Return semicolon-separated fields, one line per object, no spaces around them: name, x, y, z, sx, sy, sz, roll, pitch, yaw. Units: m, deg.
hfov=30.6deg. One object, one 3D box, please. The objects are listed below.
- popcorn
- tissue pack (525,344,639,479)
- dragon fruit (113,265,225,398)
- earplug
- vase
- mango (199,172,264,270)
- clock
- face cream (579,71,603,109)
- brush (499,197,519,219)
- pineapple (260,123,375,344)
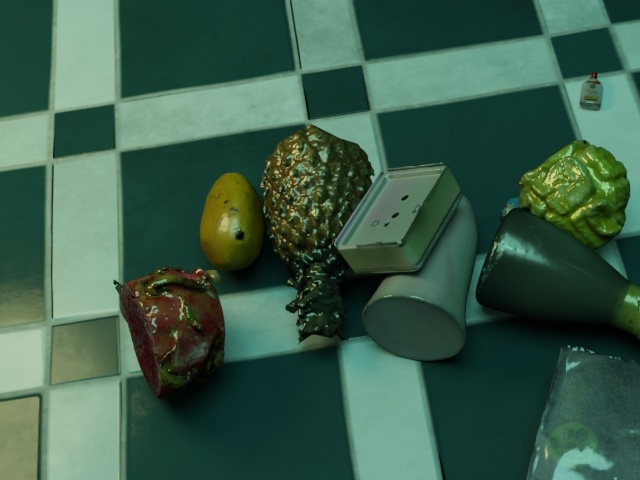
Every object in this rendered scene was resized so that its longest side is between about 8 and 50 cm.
popcorn;0.438;-0.077;2.006;0.185;0.187;0.167;-42;99;-33
tissue pack;0.516;0.337;1.731;0.394;0.124;0.288;14;59;16
dragon fruit;-0.236;0.132;1.924;0.147;0.211;0.282;-15;36;-18
earplug;0.189;0.035;1.974;0.172;0.172;0.301;10;50;13
vase;0.428;0.082;1.908;0.321;0.173;0.173;23;61;14
mango;-0.158;-0.035;2.069;0.109;0.147;0.227;5;32;-12
clock;0.129;-0.037;1.919;0.147;0.071;0.192;-4;40;41
face cream;0.516;-0.285;2.226;0.040;0.021;0.083;7;56;11
brush;0.382;-0.089;2.111;0.051;0.014;0.164;28;62;22
pineapple;0.000;0.000;1.996;0.202;0.202;0.361;-5;62;4
